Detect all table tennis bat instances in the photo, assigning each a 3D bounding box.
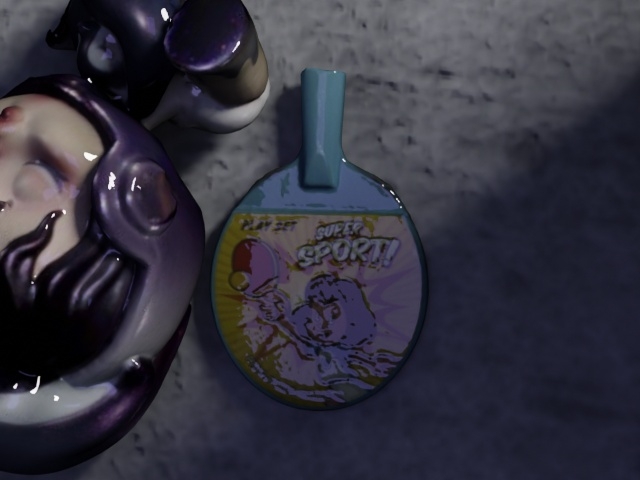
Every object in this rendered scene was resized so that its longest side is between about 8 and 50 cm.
[{"bbox_3d":[0.000,0.000,0.859,0.100,0.019,0.155,3,92,11],"label":"table tennis bat"}]

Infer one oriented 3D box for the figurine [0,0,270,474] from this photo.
[{"bbox_3d":[-0.104,-0.006,0.834,0.145,0.145,0.222,28,84,9],"label":"figurine"}]
